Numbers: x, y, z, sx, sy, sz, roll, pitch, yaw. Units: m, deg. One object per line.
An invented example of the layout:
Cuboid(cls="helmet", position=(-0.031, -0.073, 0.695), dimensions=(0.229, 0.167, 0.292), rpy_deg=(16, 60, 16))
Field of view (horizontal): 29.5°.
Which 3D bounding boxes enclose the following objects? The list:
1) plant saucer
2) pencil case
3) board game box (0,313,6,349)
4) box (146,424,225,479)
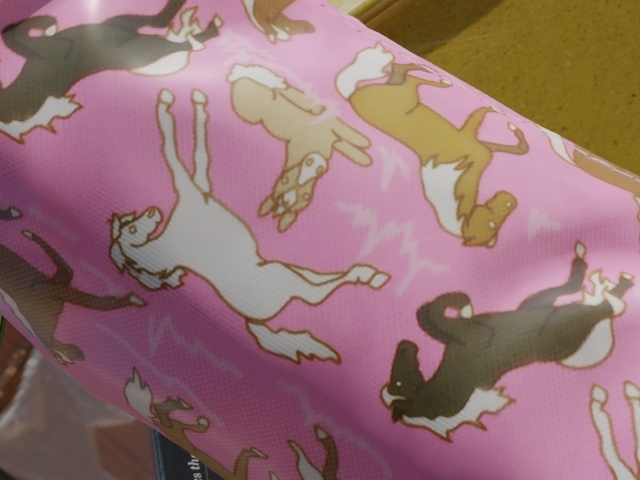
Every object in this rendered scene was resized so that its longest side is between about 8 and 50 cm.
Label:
Cuboid(cls="plant saucer", position=(0.168, -0.104, 0.796), dimensions=(0.333, 0.333, 0.081), rpy_deg=(-36, -4, -6))
Cuboid(cls="pencil case", position=(0.000, 0.000, 0.435), dimensions=(0.167, 0.386, 0.160), rpy_deg=(-50, -13, -49))
Cuboid(cls="board game box", position=(-0.390, 0.037, 1.010), dimensions=(0.030, 0.259, 0.136), rpy_deg=(-83, 12, -58))
Cuboid(cls="box", position=(0.007, 0.118, 1.521), dimensions=(0.471, 0.480, 0.297), rpy_deg=(-7, -9, -11))
